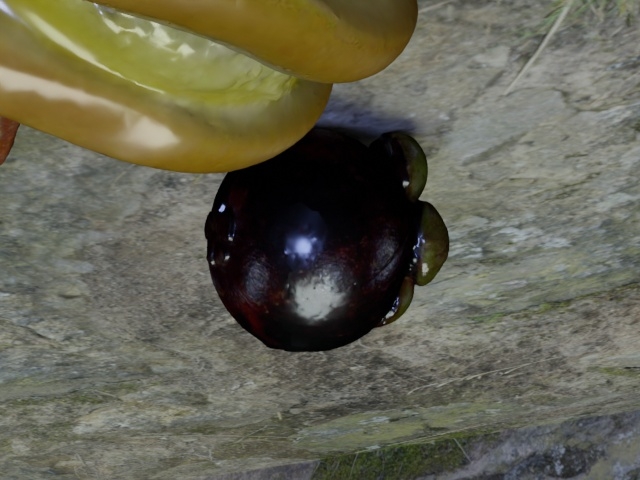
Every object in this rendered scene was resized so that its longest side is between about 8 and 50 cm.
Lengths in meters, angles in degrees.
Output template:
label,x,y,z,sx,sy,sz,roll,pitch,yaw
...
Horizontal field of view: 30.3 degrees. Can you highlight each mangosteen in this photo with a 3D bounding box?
label,x,y,z,sx,sy,sz,roll,pitch,yaw
mangosteen,0.000,0.000,1.020,0.210,0.210,0.210,-3,159,-1

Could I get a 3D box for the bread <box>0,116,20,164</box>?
label,x,y,z,sx,sy,sz,roll,pitch,yaw
bread,-0.306,-0.081,0.804,0.190,0.123,0.244,-36,174,-20

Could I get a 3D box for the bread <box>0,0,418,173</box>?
label,x,y,z,sx,sy,sz,roll,pitch,yaw
bread,-0.071,-0.159,0.581,0.316,0.211,0.270,13,152,-42
